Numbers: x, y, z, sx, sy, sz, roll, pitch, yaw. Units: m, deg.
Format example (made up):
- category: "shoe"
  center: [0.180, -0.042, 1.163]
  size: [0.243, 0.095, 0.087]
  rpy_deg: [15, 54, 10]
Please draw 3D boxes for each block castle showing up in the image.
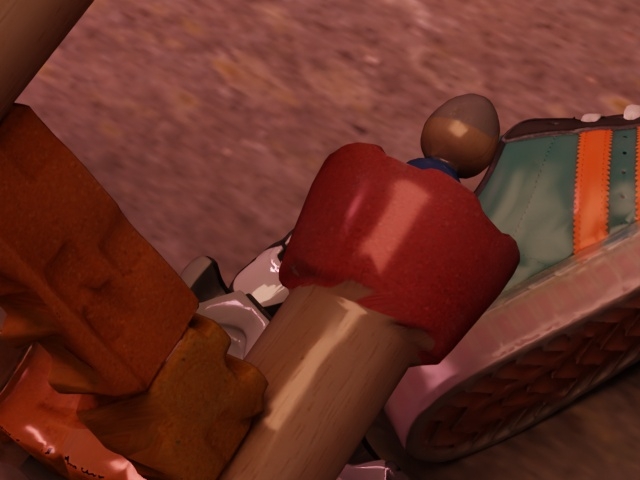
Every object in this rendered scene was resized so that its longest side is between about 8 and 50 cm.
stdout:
- category: "block castle"
  center: [-0.167, -0.078, 0.760]
  size: [0.453, 0.303, 0.213]
  rpy_deg: [16, 63, 42]

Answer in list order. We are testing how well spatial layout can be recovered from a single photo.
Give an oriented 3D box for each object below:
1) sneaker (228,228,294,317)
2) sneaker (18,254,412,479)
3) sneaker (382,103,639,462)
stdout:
- category: "sneaker"
  center: [0.000, 0.000, 0.909]
  size: [0.109, 0.044, 0.040]
  rpy_deg: [-33, 60, -14]
- category: "sneaker"
  center: [-0.013, 0.152, 0.763]
  size: [0.146, 0.122, 0.330]
  rpy_deg: [-35, 47, -15]
- category: "sneaker"
  center: [0.143, -0.020, 0.865]
  size: [0.302, 0.108, 0.121]
  rpy_deg: [-26, 60, -9]
